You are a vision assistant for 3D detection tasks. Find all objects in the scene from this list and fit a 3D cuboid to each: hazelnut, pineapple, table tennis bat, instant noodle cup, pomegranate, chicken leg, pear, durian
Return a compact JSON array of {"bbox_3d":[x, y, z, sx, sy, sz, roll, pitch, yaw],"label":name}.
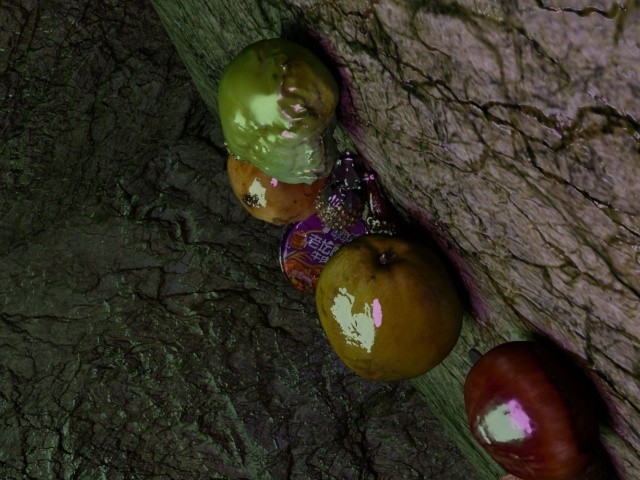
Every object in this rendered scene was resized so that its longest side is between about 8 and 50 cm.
[{"bbox_3d":[0.303,0.252,0.821,0.204,0.177,0.178,56,174,-11],"label":"hazelnut"},{"bbox_3d":[0.045,-0.107,1.182,0.125,0.125,0.251,53,170,13],"label":"pineapple"},{"bbox_3d":[0.400,0.339,1.268,0.235,0.022,0.131,58,173,-6],"label":"table tennis bat"},{"bbox_3d":[0.000,0.000,1.553,0.251,0.251,0.190,57,-177,-23],"label":"instant noodle cup"},{"bbox_3d":[-0.094,-0.163,1.352,0.260,0.260,0.260,54,174,8],"label":"pomegranate"},{"bbox_3d":[0.131,-0.042,1.120,0.205,0.053,0.093,49,152,-12],"label":"chicken leg"},{"bbox_3d":[0.126,0.125,1.059,0.269,0.269,0.321,49,162,42],"label":"pear"},{"bbox_3d":[-0.068,-0.234,1.013,0.255,0.204,0.340,38,160,19],"label":"durian"}]

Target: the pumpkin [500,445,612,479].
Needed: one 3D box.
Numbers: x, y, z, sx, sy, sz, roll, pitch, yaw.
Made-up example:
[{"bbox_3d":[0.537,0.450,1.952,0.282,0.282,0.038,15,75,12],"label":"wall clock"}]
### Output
[{"bbox_3d":[0.371,0.366,0.966,0.219,0.162,0.219,52,177,3],"label":"pumpkin"}]
